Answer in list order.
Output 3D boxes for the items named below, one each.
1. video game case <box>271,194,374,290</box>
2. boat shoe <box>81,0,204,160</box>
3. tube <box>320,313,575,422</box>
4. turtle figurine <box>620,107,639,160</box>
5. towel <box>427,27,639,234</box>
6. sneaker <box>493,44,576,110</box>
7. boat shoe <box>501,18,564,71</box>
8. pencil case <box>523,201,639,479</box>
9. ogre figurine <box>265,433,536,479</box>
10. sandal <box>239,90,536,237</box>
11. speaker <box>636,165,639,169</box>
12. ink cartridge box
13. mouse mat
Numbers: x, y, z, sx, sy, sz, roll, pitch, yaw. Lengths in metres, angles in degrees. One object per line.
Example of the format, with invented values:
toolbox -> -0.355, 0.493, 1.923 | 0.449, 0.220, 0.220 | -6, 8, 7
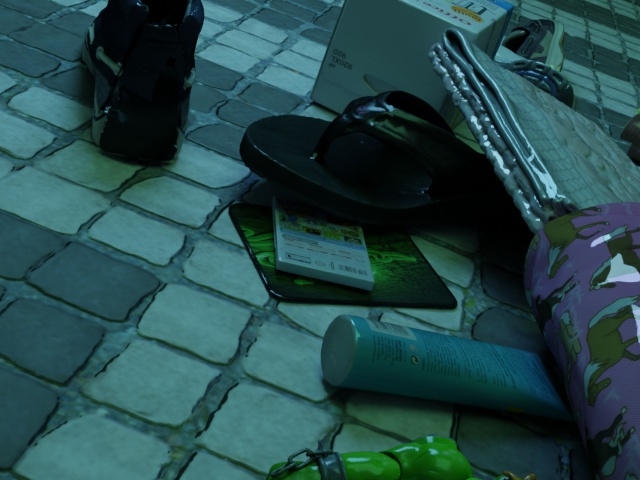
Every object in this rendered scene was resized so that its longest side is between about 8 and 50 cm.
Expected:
video game case -> 0.000, 0.000, 0.836 | 0.087, 0.011, 0.122 | 13, 28, -12
boat shoe -> -0.181, -0.227, 0.981 | 0.127, 0.158, 0.340 | 8, 30, -22
tube -> 0.103, 0.098, 0.707 | 0.207, 0.052, 0.080 | 12, 37, -25
turtle figurine -> 0.541, -0.101, 1.302 | 0.217, 0.087, 0.269 | 34, 14, 32
towel -> 0.283, -0.074, 1.001 | 0.317, 0.053, 0.331 | 23, 31, -33
sneaker -> 0.257, -0.253, 1.399 | 0.297, 0.111, 0.129 | 38, 17, 23
boat shoe -> 0.353, -0.323, 1.562 | 0.092, 0.102, 0.285 | 23, 33, -3
pencil case -> 0.256, 0.114, 0.657 | 0.160, 0.167, 0.386 | -11, 30, 5
ogre figurine -> 0.067, 0.177, 0.499 | 0.118, 0.096, 0.197 | -26, 34, -31
sandal -> 0.119, -0.092, 0.970 | 0.446, 0.107, 0.167 | 5, 31, -32
speaker -> 0.450, -0.061, 1.203 | 0.136, 0.055, 0.055 | 11, 29, -18
ink cartridge box -> 0.125, -0.247, 1.202 | 0.171, 0.168, 0.233 | 27, 29, 11
mouse mat -> 0.020, 0.013, 0.846 | 0.190, 0.007, 0.152 | 3, 32, -26
